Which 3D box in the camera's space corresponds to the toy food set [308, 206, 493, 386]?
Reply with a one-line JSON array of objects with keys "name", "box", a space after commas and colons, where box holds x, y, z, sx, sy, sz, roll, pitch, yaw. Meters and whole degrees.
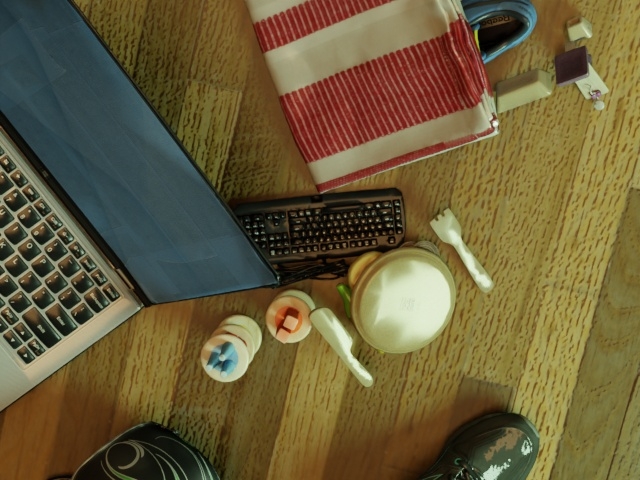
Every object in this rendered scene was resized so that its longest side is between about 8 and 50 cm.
[{"name": "toy food set", "box": [0.087, 0.060, 1.386, 0.192, 0.038, 0.132, -37, 113, -4]}]

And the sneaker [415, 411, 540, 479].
[{"name": "sneaker", "box": [0.138, 0.297, 1.386, 0.267, 0.106, 0.101, -43, 91, 7]}]

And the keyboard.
[{"name": "keyboard", "box": [0.000, 0.000, 1.390, 0.192, 0.038, 0.100, -7, 97, 6]}]

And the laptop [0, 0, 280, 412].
[{"name": "laptop", "box": [-0.325, -0.014, 1.264, 0.408, 0.236, 0.382, -36, 108, 0]}]

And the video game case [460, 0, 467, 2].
[{"name": "video game case", "box": [0.097, -0.327, 1.347, 0.157, 0.019, 0.143, 7, 98, 3]}]

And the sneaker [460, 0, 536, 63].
[{"name": "sneaker", "box": [0.125, -0.204, 1.322, 0.209, 0.082, 0.069, -21, 111, 13]}]

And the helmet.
[{"name": "helmet", "box": [-0.185, 0.300, 1.380, 0.169, 0.169, 0.161, -46, 74, 9]}]

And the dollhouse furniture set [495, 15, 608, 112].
[{"name": "dollhouse furniture set", "box": [0.251, -0.171, 1.362, 0.114, 0.091, 0.081, -18, 139, 28]}]

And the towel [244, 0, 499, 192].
[{"name": "towel", "box": [0.032, -0.232, 1.314, 0.237, 0.037, 0.329, -17, 96, 32]}]

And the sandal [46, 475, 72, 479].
[{"name": "sandal", "box": [-0.258, 0.345, 1.454, 0.067, 0.040, 0.179, -38, 93, 8]}]

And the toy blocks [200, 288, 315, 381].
[{"name": "toy blocks", "box": [-0.067, 0.104, 1.353, 0.123, 0.148, 0.054, -26, 95, 8]}]
